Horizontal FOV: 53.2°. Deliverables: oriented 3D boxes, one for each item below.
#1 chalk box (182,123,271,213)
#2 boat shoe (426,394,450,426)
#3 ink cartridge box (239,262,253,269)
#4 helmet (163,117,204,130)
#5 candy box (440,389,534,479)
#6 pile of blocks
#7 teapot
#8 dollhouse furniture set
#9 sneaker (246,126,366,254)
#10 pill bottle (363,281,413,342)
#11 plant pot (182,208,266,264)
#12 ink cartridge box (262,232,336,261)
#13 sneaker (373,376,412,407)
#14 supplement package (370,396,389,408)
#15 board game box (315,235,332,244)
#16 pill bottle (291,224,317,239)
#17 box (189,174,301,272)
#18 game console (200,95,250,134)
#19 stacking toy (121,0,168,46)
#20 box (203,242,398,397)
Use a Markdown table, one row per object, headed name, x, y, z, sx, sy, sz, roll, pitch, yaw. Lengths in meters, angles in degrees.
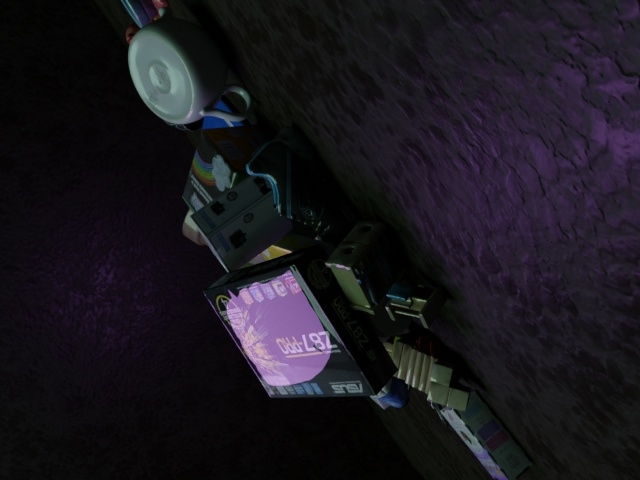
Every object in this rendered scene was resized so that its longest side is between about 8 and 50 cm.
| name | x | y | z | sx | sy | sz | roll | pitch | yaw |
| --- | --- | --- | --- | --- | --- | --- | --- | --- | --- |
| chalk box | -0.227 | -0.130 | 1.659 | 0.180 | 0.179 | 0.289 | 50 | 134 | 27 |
| boat shoe | 0.330 | 0.465 | 1.815 | 0.142 | 0.040 | 0.049 | 52 | 171 | 11 |
| ink cartridge box | -0.176 | 0.053 | 2.205 | 0.189 | 0.255 | 0.097 | 50 | 170 | 24 |
| helmet | -0.480 | -0.462 | 2.186 | 0.162 | 0.169 | 0.169 | 30 | 160 | 27 |
| candy box | 0.371 | 0.443 | 1.448 | 0.196 | 0.070 | 0.165 | 52 | 170 | 13 |
| pile of blocks | 0.237 | 0.267 | 1.476 | 0.362 | 0.149 | 0.112 | 21 | 104 | 57 |
| teapot | -0.303 | -0.403 | 1.488 | 0.253 | 0.187 | 0.256 | 12 | 126 | 36 |
| dollhouse furniture set | 0.135 | 0.056 | 1.186 | 0.184 | 0.129 | 0.129 | 9 | 139 | 42 |
| sneaker | -0.023 | -0.070 | 1.374 | 0.340 | 0.140 | 0.125 | 54 | 169 | -5 |
| pill bottle | 0.070 | 0.169 | 1.470 | 0.169 | 0.169 | 0.301 | 56 | 147 | -9 |
| plant pot | -0.237 | -0.066 | 2.076 | 0.280 | 0.323 | 0.323 | 36 | 169 | 5 |
| ink cartridge box | 0.009 | 0.102 | 1.666 | 0.307 | 0.072 | 0.303 | 18 | 151 | 32 |
| sneaker | 0.208 | 0.443 | 2.044 | 0.147 | 0.130 | 0.330 | 39 | -171 | -11 |
| supplement package | 0.227 | 0.546 | 2.415 | 0.105 | 0.105 | 0.179 | 56 | 170 | -7 |
| board game box | 0.000 | 0.000 | 1.853 | 0.136 | 0.030 | 0.260 | 55 | 171 | -15 |
| pill bottle | -0.086 | -0.071 | 1.743 | 0.119 | 0.119 | 0.208 | 60 | 169 | -31 |
| box | -0.147 | -0.069 | 1.538 | 0.087 | 0.290 | 0.169 | 46 | 165 | 36 |
| game console | -0.211 | -0.282 | 1.906 | 0.293 | 0.173 | 0.250 | 49 | 138 | 27 |
| stacking toy | -0.471 | -0.582 | 1.815 | 0.279 | 0.130 | 0.309 | 53 | 171 | 10 |
| box | -0.060 | 0.192 | 1.401 | 0.395 | 0.097 | 0.318 | -17 | 109 | 51 |
